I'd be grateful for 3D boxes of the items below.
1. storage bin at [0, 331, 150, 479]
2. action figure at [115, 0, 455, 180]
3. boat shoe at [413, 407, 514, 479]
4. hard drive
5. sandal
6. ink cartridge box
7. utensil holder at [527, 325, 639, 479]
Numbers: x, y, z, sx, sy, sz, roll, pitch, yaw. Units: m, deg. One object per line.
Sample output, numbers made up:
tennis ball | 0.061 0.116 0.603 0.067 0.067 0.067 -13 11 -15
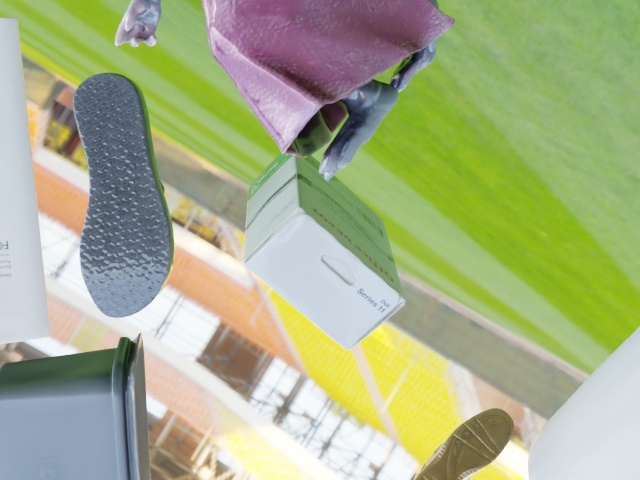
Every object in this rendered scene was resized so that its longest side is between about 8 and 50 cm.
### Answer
storage bin | -0.156 0.130 0.562 0.091 0.135 0.098 -1 -167 -8
action figure | -0.071 -0.228 0.612 0.370 0.276 0.248 44 -169 -7
boat shoe | 0.172 0.276 1.122 0.063 0.170 0.059 49 175 7
hard drive | -0.430 -0.056 0.954 0.233 0.352 0.047 -6 -172 -17
sandal | -0.202 -0.047 0.932 0.097 0.254 0.054 -2 -178 2
ink cartridge box | 0.000 0.000 0.950 0.153 0.087 0.208 41 -164 -18
utensil holder | 0.465 0.216 0.989 0.328 0.385 0.327 23 -145 -17
